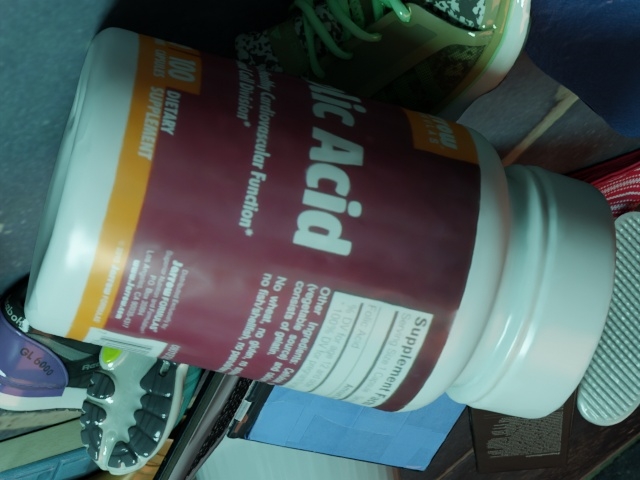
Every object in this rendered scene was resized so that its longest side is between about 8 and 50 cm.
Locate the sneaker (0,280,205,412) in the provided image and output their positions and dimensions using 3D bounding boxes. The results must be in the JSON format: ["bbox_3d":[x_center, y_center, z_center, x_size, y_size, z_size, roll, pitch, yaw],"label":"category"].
[{"bbox_3d":[-0.193,0.093,1.326,0.283,0.107,0.124,1,134,-51],"label":"sneaker"}]

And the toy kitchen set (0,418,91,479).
[{"bbox_3d":[-0.307,0.331,1.554,0.122,0.166,0.207,-14,151,-34],"label":"toy kitchen set"}]

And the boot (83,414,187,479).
[{"bbox_3d":[-0.228,0.276,1.664,0.197,0.073,0.152,-21,157,-51],"label":"boot"}]

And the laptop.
[{"bbox_3d":[0.041,0.144,1.423,0.382,0.236,0.408,-62,173,28],"label":"laptop"}]

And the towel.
[{"bbox_3d":[0.340,-0.020,1.827,0.199,0.031,0.275,-19,153,-25],"label":"towel"}]

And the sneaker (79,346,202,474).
[{"bbox_3d":[-0.140,0.081,1.274,0.110,0.107,0.275,54,60,-77],"label":"sneaker"}]

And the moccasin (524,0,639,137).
[{"bbox_3d":[0.227,-0.204,1.238,0.138,0.117,0.342,-27,147,12],"label":"moccasin"}]

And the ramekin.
[{"bbox_3d":[-0.026,0.310,1.792,0.277,0.135,0.277,-10,159,-4],"label":"ramekin"}]

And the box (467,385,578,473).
[{"bbox_3d":[0.256,0.166,1.847,0.143,0.191,0.381,-7,154,6],"label":"box"}]

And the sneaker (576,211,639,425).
[{"bbox_3d":[0.391,0.118,1.834,0.161,0.102,0.282,89,18,-72],"label":"sneaker"}]

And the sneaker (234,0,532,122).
[{"bbox_3d":[0.031,-0.153,1.098,0.182,0.158,0.410,1,138,-25],"label":"sneaker"}]

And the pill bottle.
[{"bbox_3d":[0.000,0.000,1.026,0.392,0.224,0.224,14,139,-14],"label":"pill bottle"}]
